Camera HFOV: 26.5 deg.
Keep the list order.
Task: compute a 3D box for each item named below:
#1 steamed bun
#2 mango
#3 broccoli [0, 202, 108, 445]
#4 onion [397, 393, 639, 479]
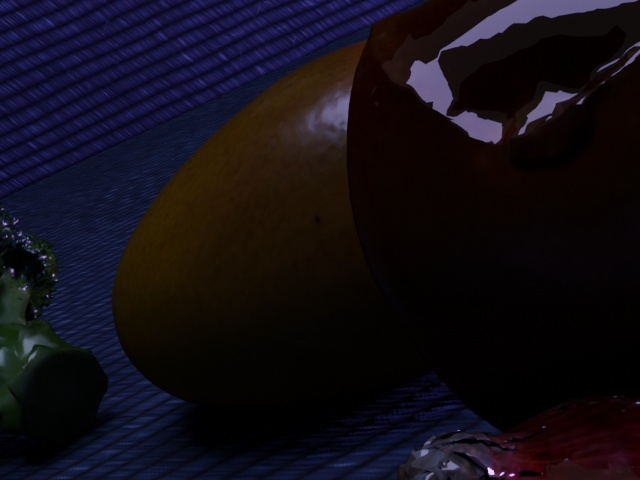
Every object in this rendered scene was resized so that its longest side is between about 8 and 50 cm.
[{"bbox_3d":[0.180,-0.027,0.654,0.235,0.248,0.379,-16,6,27],"label":"steamed bun"},{"bbox_3d":[0.000,0.000,0.949,0.378,0.221,0.264,-27,14,35],"label":"mango"},{"bbox_3d":[-0.329,0.076,1.144,0.297,0.297,0.297,15,35,35],"label":"broccoli"},{"bbox_3d":[0.086,0.118,0.482,0.184,0.147,0.184,-32,20,13],"label":"onion"}]
